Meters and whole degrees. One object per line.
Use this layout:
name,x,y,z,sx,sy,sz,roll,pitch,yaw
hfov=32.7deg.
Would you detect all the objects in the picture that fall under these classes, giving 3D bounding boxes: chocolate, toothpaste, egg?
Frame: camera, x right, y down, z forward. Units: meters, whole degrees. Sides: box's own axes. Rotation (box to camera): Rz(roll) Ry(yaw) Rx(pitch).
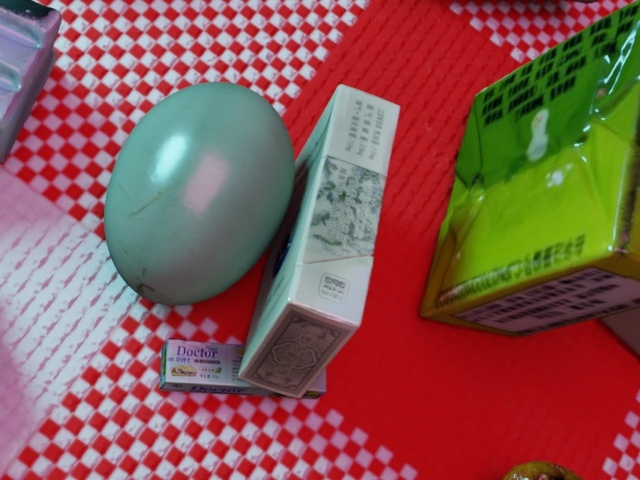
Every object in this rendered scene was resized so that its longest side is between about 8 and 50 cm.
chocolate,0.259,-0.055,1.111,0.137,0.301,0.288,27,64,-21
toothpaste,-0.073,0.125,1.067,0.164,0.034,0.046,6,68,-17
egg,-0.115,-0.046,1.042,0.168,0.168,0.231,28,68,-8

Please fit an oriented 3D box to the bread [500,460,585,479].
bread,0.265,0.333,1.083,0.269,0.095,0.139,46,64,-14

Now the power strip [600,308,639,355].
power strip,0.448,0.097,1.202,0.224,0.139,0.140,44,62,0

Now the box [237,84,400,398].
box,0.001,0.000,1.044,0.069,0.164,0.256,20,55,-10

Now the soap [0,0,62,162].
soap,-0.430,-0.185,1.018,0.324,0.109,0.193,24,64,-10

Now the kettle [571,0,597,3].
kettle,0.213,-0.391,1.309,0.255,0.165,0.240,2,40,-15
